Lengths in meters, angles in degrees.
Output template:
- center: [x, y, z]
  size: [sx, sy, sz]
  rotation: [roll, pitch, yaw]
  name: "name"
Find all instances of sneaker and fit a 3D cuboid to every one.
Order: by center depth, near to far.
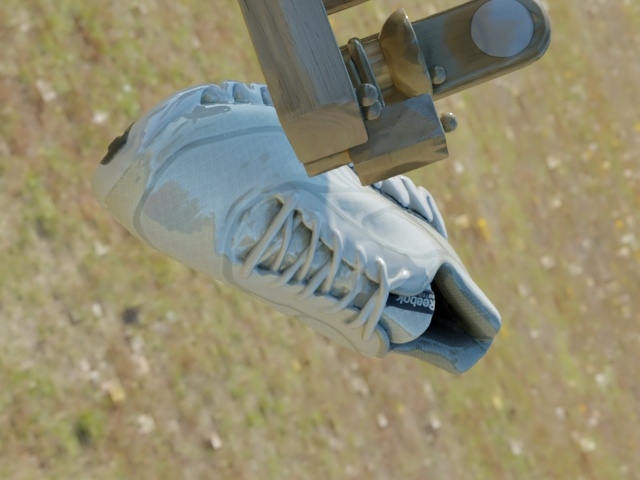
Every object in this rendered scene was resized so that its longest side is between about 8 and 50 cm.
- center: [0.000, 0.000, 0.972]
  size: [0.292, 0.110, 0.118]
  rotation: [21, 23, -47]
  name: "sneaker"

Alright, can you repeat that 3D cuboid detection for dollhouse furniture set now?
- center: [0.032, -0.104, 0.618]
  size: [0.151, 0.123, 0.144]
  rotation: [61, 9, -76]
  name: "dollhouse furniture set"
